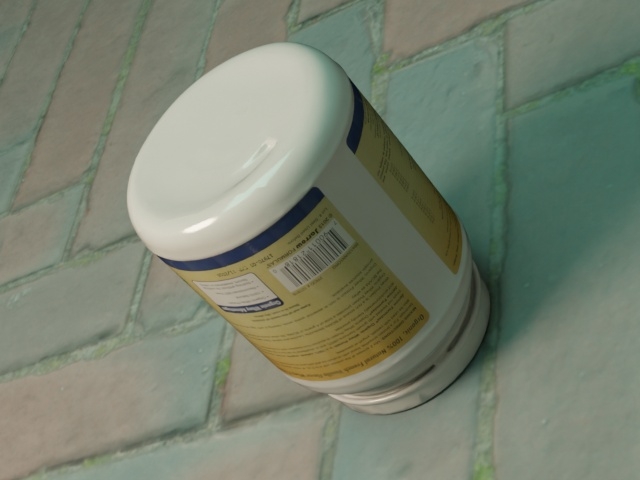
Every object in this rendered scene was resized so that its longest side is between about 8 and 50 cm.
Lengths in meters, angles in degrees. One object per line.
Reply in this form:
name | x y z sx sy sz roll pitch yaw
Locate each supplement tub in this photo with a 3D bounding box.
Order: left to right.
supplement tub | 0.000 0.000 1.101 0.228 0.316 0.228 -24 40 22
